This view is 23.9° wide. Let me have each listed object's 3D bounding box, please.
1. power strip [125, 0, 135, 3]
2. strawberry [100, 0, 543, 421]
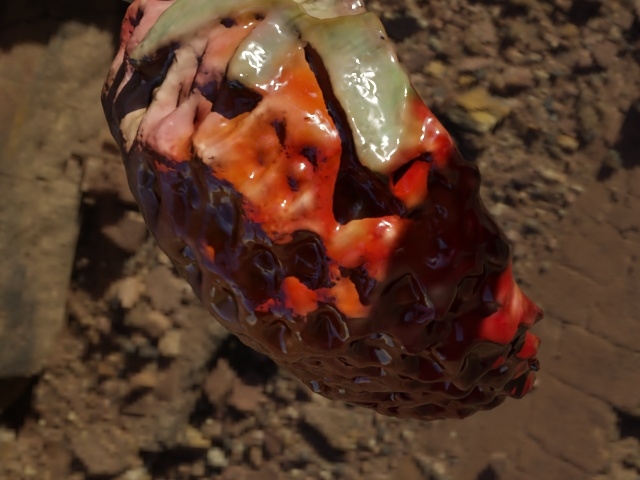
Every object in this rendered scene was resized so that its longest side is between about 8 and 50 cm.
[{"bbox_3d":[-0.100,-0.251,1.026,0.272,0.078,0.052,114,170,-54],"label":"power strip"},{"bbox_3d":[0.000,0.000,0.827,0.149,0.336,0.265,-33,45,-4],"label":"strawberry"}]
